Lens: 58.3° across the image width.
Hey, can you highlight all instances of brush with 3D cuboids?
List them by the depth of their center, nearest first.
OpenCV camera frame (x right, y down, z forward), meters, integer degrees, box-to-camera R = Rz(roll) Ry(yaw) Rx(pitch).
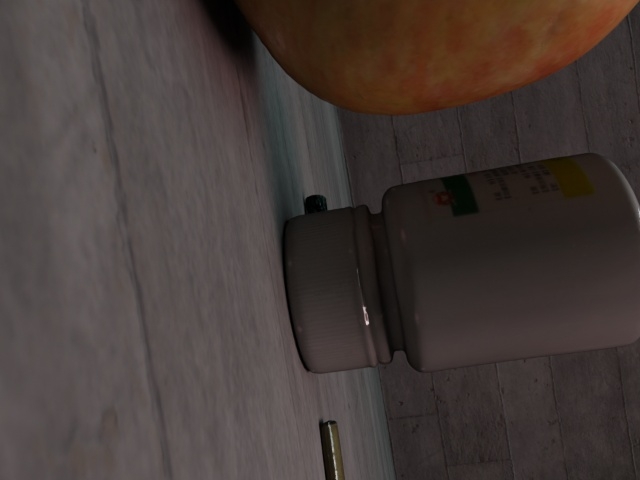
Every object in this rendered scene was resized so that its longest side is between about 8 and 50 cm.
[{"bbox_3d":[0.034,0.323,0.625,0.043,0.036,0.248,75,8,-76],"label":"brush"}]

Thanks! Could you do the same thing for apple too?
[{"bbox_3d":[0.091,-0.291,0.448,0.346,0.391,0.392,26,56,-81],"label":"apple"}]

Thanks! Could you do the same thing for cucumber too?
[{"bbox_3d":[0.000,0.000,0.799,0.032,0.032,0.133,68,14,-64],"label":"cucumber"}]

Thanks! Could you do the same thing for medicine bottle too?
[{"bbox_3d":[0.143,0.033,0.625,0.208,0.339,0.208,-9,90,-84],"label":"medicine bottle"}]
